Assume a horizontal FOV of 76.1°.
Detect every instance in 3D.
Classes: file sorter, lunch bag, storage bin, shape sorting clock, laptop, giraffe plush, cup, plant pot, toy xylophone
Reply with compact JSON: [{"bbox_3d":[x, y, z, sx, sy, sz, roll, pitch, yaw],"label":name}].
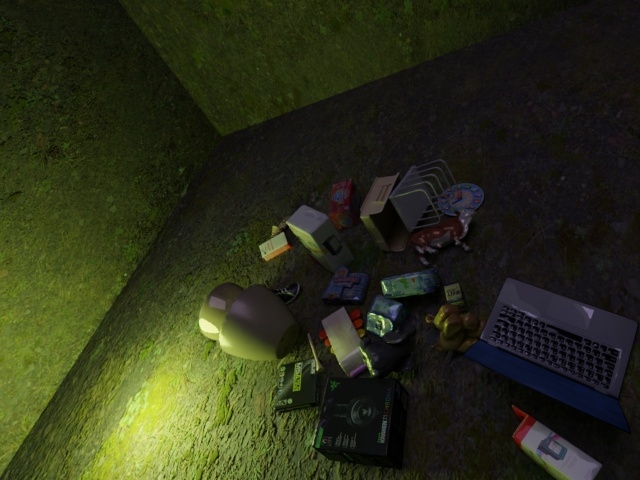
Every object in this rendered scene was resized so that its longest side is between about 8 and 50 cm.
[{"bbox_3d":[0.470,-0.207,1.816,0.173,0.193,0.278,-13,28,45],"label":"file sorter"},{"bbox_3d":[0.363,0.168,1.630,0.219,0.090,0.176,-13,-2,24],"label":"lunch bag"},{"bbox_3d":[0.319,-0.124,1.888,0.123,0.262,0.260,0,50,39],"label":"storage bin"},{"bbox_3d":[0.647,-0.192,1.893,0.206,0.040,0.206,-21,40,19],"label":"shape sorting clock"},{"bbox_3d":[0.259,0.308,1.621,0.128,0.096,0.151,18,77,43],"label":"lunch bag"},{"bbox_3d":[0.660,0.277,1.150,0.382,0.236,0.408,21,64,29],"label":"laptop"},{"bbox_3d":[0.467,0.299,1.439,0.210,0.181,0.170,-59,16,28],"label":"giraffe plush"},{"bbox_3d":[-0.233,0.384,1.768,0.237,0.331,0.331,21,62,24],"label":"cup"},{"bbox_3d":[-0.401,0.362,1.936,0.191,0.284,0.284,17,60,30],"label":"plant pot"},{"bbox_3d":[0.076,0.408,1.655,0.236,0.081,0.323,-28,38,10],"label":"toy xylophone"}]

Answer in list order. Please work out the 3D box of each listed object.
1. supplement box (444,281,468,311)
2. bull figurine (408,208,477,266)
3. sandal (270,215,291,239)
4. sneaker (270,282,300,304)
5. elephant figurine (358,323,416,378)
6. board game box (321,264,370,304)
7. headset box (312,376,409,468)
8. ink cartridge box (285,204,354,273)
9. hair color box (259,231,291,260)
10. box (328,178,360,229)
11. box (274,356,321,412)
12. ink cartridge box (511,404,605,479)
[{"bbox_3d":[0.507,0.215,1.530,0.056,0.083,0.083,-19,42,22],"label":"supplement box"},{"bbox_3d":[0.534,-0.017,1.743,0.310,0.101,0.188,-25,40,13],"label":"bull figurine"},{"bbox_3d":[-0.253,-0.069,2.417,0.088,0.079,0.240,4,52,40],"label":"sandal"},{"bbox_3d":[-0.206,0.273,2.001,0.234,0.097,0.084,-35,38,1],"label":"sneaker"},{"bbox_3d":[0.267,0.383,1.456,0.239,0.169,0.186,-22,49,-5],"label":"elephant figurine"},{"bbox_3d":[0.121,0.197,1.864,0.194,0.060,0.194,-7,47,32],"label":"board game box"},{"bbox_3d":[0.131,0.599,1.370,0.283,0.131,0.246,-10,44,31],"label":"headset box"},{"bbox_3d":[0.000,0.000,1.964,0.131,0.306,0.226,-46,38,-14],"label":"ink cartridge box"},{"bbox_3d":[-0.257,0.034,2.320,0.167,0.053,0.093,-28,52,7],"label":"hair color box"},{"bbox_3d":[0.134,-0.198,2.219,0.122,0.128,0.257,-16,42,24],"label":"box"},{"bbox_3d":[-0.088,0.575,1.634,0.184,0.045,0.191,-20,40,23],"label":"box"},{"bbox_3d":[0.595,0.550,1.065,0.078,0.134,0.231,-46,38,-12],"label":"ink cartridge box"}]
